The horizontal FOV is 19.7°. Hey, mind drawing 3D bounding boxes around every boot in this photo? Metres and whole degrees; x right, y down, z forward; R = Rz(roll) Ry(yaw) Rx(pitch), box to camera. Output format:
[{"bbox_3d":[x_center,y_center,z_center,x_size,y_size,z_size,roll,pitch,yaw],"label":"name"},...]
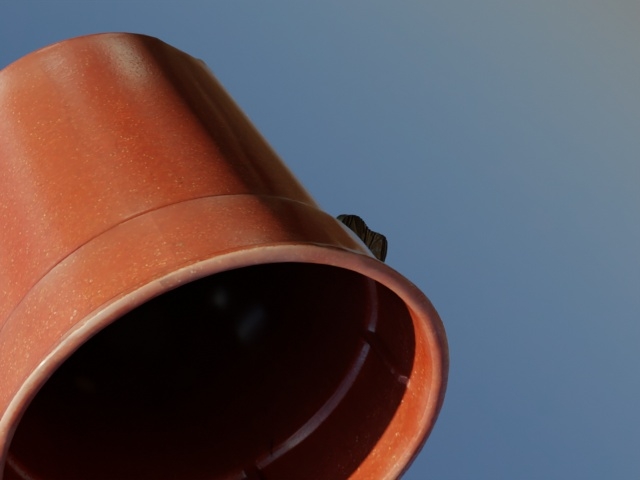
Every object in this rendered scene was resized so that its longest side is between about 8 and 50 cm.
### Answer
[{"bbox_3d":[0.000,-0.001,1.757,0.099,0.045,0.121,6,173,24],"label":"boot"}]

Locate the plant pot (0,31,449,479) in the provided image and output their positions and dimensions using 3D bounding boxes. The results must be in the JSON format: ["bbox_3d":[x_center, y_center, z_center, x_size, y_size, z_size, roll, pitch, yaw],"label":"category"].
[{"bbox_3d":[-0.102,0.028,1.102,0.272,0.272,0.265,24,-155,-42],"label":"plant pot"}]
